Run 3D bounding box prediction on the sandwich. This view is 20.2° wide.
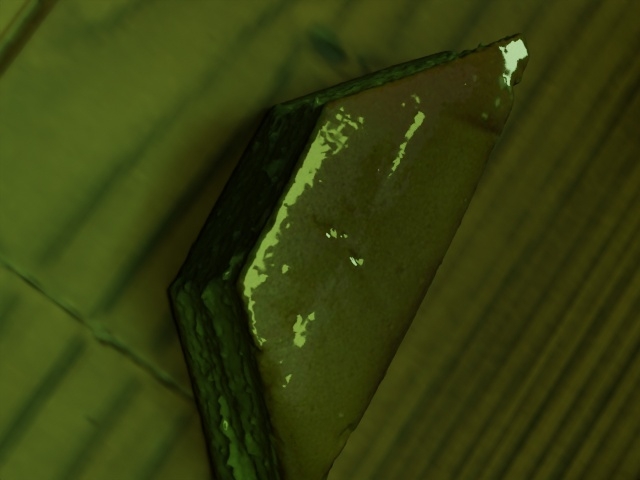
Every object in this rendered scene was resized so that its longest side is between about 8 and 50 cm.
[{"bbox_3d":[0.000,0.000,0.853,0.096,0.094,0.258,31,79,-23],"label":"sandwich"}]
